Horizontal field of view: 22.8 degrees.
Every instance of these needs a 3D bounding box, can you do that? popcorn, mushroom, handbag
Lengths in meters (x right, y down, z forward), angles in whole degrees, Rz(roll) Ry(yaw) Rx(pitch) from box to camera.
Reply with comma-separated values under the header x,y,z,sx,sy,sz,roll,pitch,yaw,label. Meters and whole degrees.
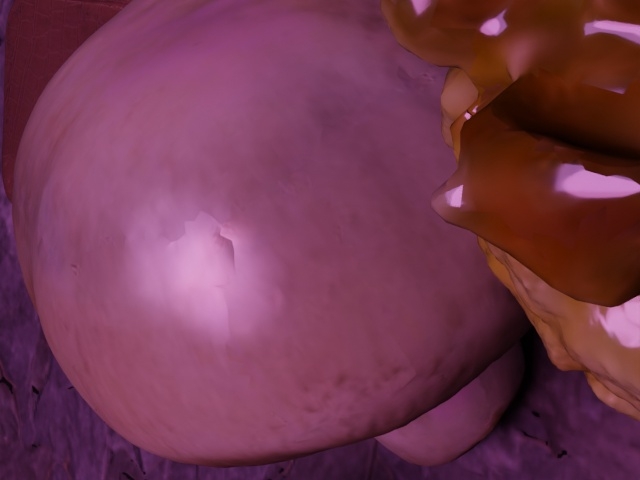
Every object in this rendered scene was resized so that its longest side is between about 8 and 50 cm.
x,y,z,sx,sy,sz,roll,pitch,yaw,label
0.144,-0.065,0.472,0.224,0.270,0.258,-5,133,52,popcorn
0.000,0.000,0.662,0.254,0.260,0.234,1,129,40,mushroom
-0.099,-0.061,0.868,0.193,0.072,0.151,14,102,46,handbag
